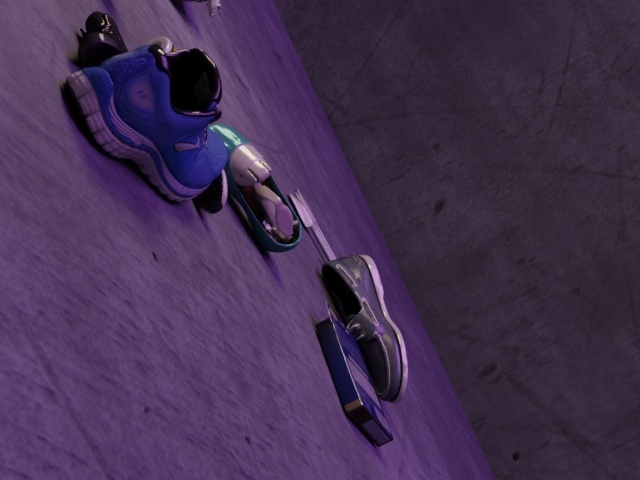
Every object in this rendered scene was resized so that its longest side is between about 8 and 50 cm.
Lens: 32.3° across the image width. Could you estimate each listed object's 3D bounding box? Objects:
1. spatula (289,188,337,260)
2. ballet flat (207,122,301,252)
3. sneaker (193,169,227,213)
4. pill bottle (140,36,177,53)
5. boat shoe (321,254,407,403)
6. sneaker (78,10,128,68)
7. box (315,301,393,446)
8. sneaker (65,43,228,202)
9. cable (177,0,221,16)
[{"bbox_3d":[0.000,0.000,2.355,0.242,0.019,0.168,62,3,-4],"label":"spatula"},{"bbox_3d":[-0.097,-0.084,1.738,0.087,0.083,0.247,4,-48,49],"label":"ballet flat"},{"bbox_3d":[-0.155,-0.094,1.568,0.075,0.057,0.161,42,18,-51],"label":"sneaker"},{"bbox_3d":[-0.219,-0.236,1.623,0.116,0.065,0.065,54,11,-38],"label":"pill bottle"},{"bbox_3d":[0.079,0.168,2.108,0.099,0.116,0.319,3,55,-28],"label":"boat shoe"},{"bbox_3d":[-0.277,-0.250,1.386,0.089,0.051,0.170,63,4,11],"label":"sneaker"},{"bbox_3d":[0.051,0.222,1.849,0.136,0.037,0.225,53,13,-47],"label":"box"},{"bbox_3d":[-0.170,-0.146,1.345,0.129,0.147,0.330,64,8,15],"label":"sneaker"},{"bbox_3d":[-0.260,-0.604,2.202,0.257,0.089,0.257,80,6,-48],"label":"cable"}]
